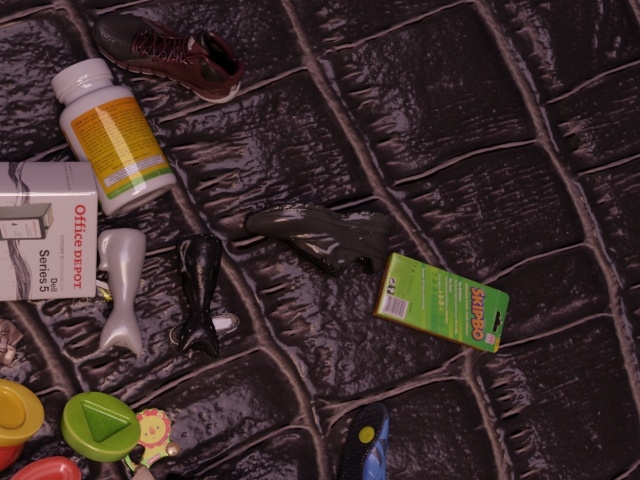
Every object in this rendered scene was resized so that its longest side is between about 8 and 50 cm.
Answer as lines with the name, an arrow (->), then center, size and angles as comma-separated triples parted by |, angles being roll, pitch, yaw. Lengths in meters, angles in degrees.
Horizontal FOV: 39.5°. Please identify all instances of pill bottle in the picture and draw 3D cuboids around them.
pill bottle -> -0.357, -0.177, 1.512 | 0.136, 0.136, 0.245 | -27, 90, -21

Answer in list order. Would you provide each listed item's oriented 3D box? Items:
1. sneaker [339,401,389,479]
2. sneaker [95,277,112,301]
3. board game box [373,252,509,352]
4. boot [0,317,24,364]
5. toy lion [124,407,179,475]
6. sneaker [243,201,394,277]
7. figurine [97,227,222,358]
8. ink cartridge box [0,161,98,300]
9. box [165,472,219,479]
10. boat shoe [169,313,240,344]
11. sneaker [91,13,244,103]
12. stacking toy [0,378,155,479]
sneaker -> 0.088, 0.400, 1.610 | 0.082, 0.069, 0.209 | 40, 57, -43
sneaker -> -0.363, 0.092, 1.524 | 0.083, 0.031, 0.035 | 26, 91, -12
board game box -> 0.236, 0.123, 1.716 | 0.259, 0.039, 0.124 | 19, 76, -12
boot -> -0.541, 0.178, 1.440 | 0.087, 0.042, 0.118 | 33, 79, -19
toy lion -> -0.292, 0.337, 1.503 | 0.100, 0.034, 0.096 | -35, 86, -21
sneaker -> 0.000, 0.000, 1.624 | 0.286, 0.109, 0.130 | 6, 85, -16
figurine -> -0.270, 0.093, 1.493 | 0.215, 0.092, 0.209 | 5, 69, -23
ink cartridge box -> -0.493, -0.014, 1.403 | 0.273, 0.114, 0.198 | -2, 120, -19
box -> -0.114, 0.439, 1.396 | 0.242, 0.307, 0.076 | 24, 70, -14
boat shoe -> -0.201, 0.154, 1.559 | 0.125, 0.038, 0.046 | -8, 83, -20
sneaker -> -0.257, -0.346, 1.562 | 0.281, 0.162, 0.106 | 20, 75, -15
stacking toy -> -0.408, 0.370, 1.376 | 0.280, 0.130, 0.309 | 8, 35, -42
